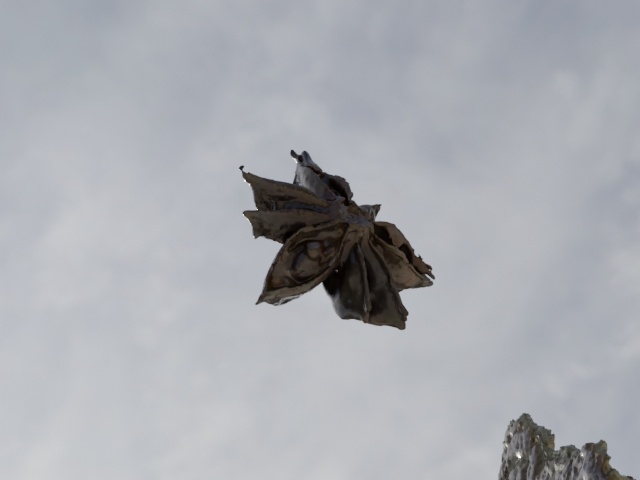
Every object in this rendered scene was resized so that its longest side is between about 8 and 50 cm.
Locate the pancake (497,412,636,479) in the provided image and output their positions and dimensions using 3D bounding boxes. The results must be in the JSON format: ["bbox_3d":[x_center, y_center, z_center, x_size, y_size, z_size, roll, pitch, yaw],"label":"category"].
[{"bbox_3d":[0.206,0.227,1.584,0.057,0.244,0.266,8,-52,-12],"label":"pancake"}]

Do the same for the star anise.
[{"bbox_3d":[-0.002,0.007,0.982,0.056,0.124,0.129,-48,-4,32],"label":"star anise"}]
